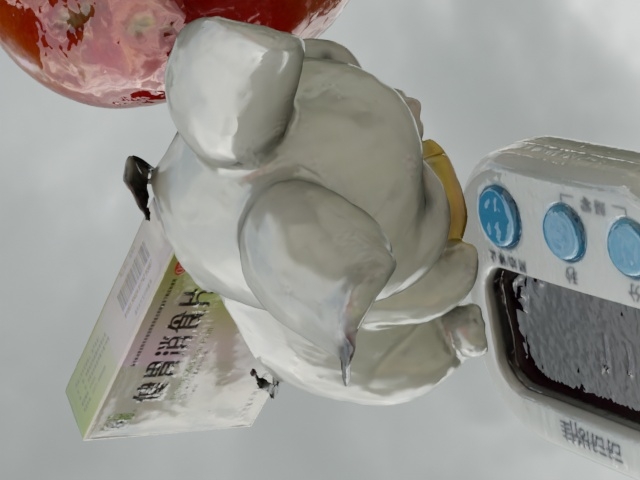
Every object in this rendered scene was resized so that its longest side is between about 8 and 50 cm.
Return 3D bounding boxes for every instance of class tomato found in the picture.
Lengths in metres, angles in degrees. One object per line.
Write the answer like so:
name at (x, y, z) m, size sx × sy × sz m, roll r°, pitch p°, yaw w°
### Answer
tomato at (-0.118, -0.263, 1.180) m, size 0.293 × 0.325 × 0.290 m, roll -33°, pitch -54°, yaw -35°

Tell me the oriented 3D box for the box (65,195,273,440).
box at (-0.099, 0.069, 1.372) m, size 0.175 × 0.260 × 0.062 m, roll -1°, pitch -132°, yaw -33°

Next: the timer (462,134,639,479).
timer at (0.208, 0.046, 1.121) m, size 0.087 × 0.262 × 0.237 m, roll -23°, pitch -68°, yaw -27°

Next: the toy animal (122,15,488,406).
toy animal at (-0.002, -0.005, 0.829) m, size 0.325 × 0.154 × 0.209 m, roll 7°, pitch -120°, yaw -80°
